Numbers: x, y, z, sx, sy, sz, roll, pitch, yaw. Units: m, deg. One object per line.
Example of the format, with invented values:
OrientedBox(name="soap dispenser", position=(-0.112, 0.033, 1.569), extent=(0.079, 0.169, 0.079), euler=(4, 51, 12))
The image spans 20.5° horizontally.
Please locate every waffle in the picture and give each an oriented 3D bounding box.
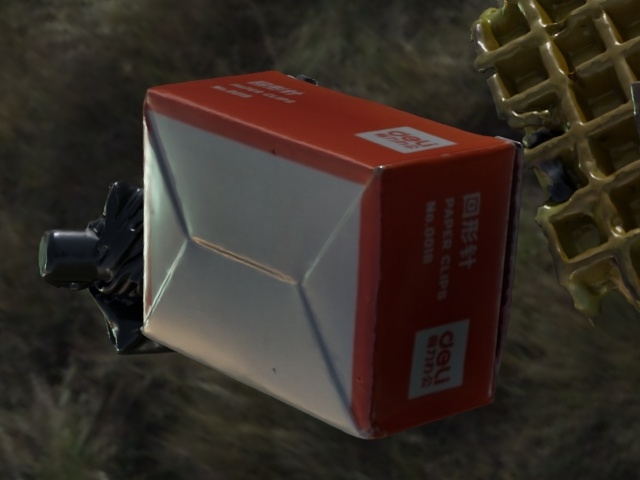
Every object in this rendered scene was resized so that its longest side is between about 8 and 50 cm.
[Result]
OrientedBox(name="waffle", position=(0.210, -0.083, 1.133), extent=(0.309, 0.065, 0.283), euler=(20, 80, 38))

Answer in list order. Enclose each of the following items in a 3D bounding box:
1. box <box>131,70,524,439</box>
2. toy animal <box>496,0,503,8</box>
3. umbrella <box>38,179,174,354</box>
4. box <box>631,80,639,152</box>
OrientedBox(name="box", position=(0.000, 0.000, 0.839), extent=(0.182, 0.099, 0.133), euler=(19, 113, 47))
OrientedBox(name="toy animal", position=(0.283, -0.252, 1.288), extent=(0.358, 0.188, 0.227), euler=(1, 82, 34))
OrientedBox(name="umbrella", position=(-0.069, 0.016, 1.293), extent=(0.110, 0.272, 0.122), euler=(-116, 33, -47))
OrientedBox(name="box", position=(0.258, -0.076, 0.971), extent=(0.207, 0.041, 0.050), euler=(-4, 99, 54))
